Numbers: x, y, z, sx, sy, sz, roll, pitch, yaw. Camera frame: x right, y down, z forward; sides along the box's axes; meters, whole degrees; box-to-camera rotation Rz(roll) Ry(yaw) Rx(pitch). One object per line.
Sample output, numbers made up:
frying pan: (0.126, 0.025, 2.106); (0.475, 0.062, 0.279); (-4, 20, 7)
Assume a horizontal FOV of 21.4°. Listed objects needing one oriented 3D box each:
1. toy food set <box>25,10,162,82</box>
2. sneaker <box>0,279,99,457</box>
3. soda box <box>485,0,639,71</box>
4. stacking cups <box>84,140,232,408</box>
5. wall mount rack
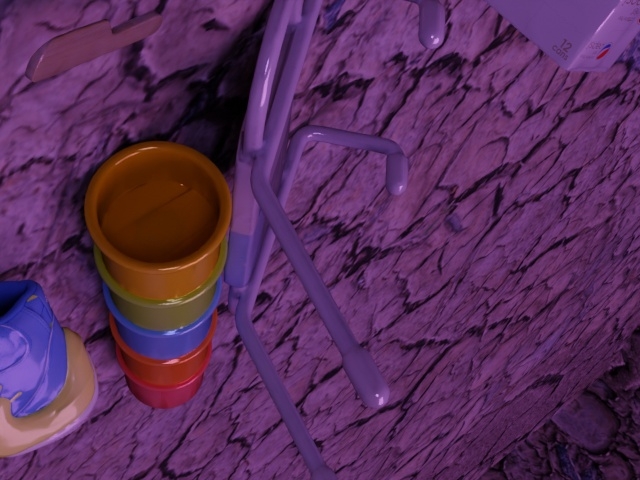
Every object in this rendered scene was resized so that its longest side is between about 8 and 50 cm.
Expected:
toy food set: (-0.096, -0.179, 0.855); (0.132, 0.038, 0.192); (-32, 154, -56)
sneaker: (-0.260, 0.093, 1.037); (0.240, 0.091, 0.126); (-25, 123, -19)
soda box: (0.093, -0.188, 0.950); (0.074, 0.216, 0.069); (-53, 160, 22)
stacking cups: (-0.111, 0.048, 1.213); (0.096, 0.096, 0.316); (-39, 161, -20)
wall mount rack: (0.000, 0.000, 1.136); (0.350, 0.130, 0.304); (99, 5, -62)
